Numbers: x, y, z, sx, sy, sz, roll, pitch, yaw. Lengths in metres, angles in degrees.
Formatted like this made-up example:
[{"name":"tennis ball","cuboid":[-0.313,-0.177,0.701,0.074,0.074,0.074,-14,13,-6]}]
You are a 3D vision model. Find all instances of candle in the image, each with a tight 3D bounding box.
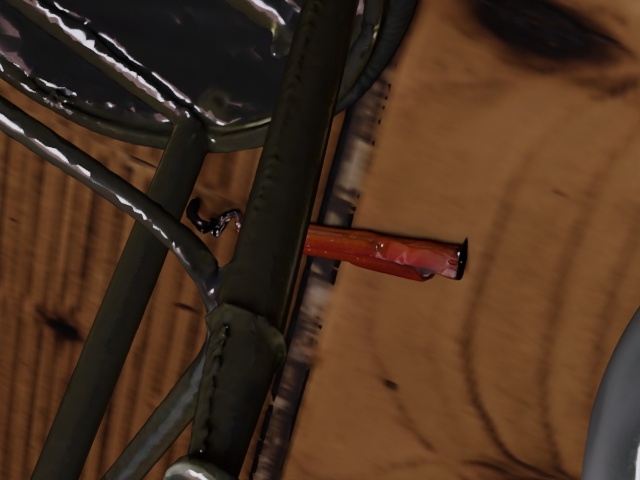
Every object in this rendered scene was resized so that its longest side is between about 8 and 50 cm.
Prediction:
[{"name":"candle","cuboid":[0.000,0.001,1.039,0.167,0.021,0.026,9,131,22]}]

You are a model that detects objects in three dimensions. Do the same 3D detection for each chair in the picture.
[{"name":"chair","cuboid":[-0.162,-0.054,0.797,0.364,0.410,0.362,35,138,-3]}]

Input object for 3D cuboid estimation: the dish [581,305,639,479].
[{"name":"dish","cuboid":[0.256,0.125,0.809,0.324,0.124,0.324,1,92,22]}]
